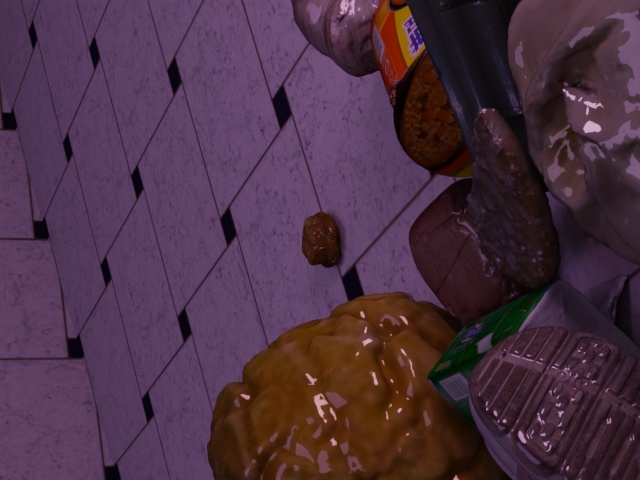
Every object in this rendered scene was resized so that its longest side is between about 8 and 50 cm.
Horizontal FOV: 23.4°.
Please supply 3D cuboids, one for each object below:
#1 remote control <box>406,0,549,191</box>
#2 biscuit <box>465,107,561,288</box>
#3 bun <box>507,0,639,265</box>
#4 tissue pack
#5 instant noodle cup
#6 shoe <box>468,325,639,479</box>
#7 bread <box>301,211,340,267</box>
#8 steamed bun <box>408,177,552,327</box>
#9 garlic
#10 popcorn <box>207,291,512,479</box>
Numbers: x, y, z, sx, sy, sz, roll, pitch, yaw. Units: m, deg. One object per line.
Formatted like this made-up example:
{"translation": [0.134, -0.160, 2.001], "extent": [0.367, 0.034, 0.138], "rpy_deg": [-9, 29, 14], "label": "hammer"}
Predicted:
{"translation": [0.184, -0.171, 1.569], "extent": [0.065, 0.128, 0.335], "rpy_deg": [-83, -26, -44], "label": "remote control"}
{"translation": [0.201, -0.023, 1.580], "extent": [0.141, 0.038, 0.290], "rpy_deg": [56, 170, 21], "label": "biscuit"}
{"translation": [0.302, -0.144, 1.379], "extent": [0.365, 0.219, 0.365], "rpy_deg": [31, 125, 57], "label": "bun"}
{"translation": [0.249, 0.126, 1.679], "extent": [0.148, 0.156, 0.209], "rpy_deg": [45, 150, -4], "label": "tissue pack"}
{"translation": [0.154, -0.202, 1.715], "extent": [0.174, 0.213, 0.213], "rpy_deg": [-115, 29, -48], "label": "instant noodle cup"}
{"translation": [0.279, 0.248, 1.490], "extent": [0.351, 0.172, 0.198], "rpy_deg": [38, 143, 18], "label": "shoe"}
{"translation": [0.000, 0.000, 2.268], "extent": [0.081, 0.046, 0.083], "rpy_deg": [163, 97, -70], "label": "bread"}
{"translation": [0.194, 0.014, 1.799], "extent": [0.175, 0.106, 0.145], "rpy_deg": [59, 144, 15], "label": "steamed bun"}
{"translation": [0.082, -0.265, 1.888], "extent": [0.218, 0.219, 0.212], "rpy_deg": [53, 171, 47], "label": "garlic"}
{"translation": [0.046, 0.262, 1.891], "extent": [0.344, 0.354, 0.390], "rpy_deg": [-117, 33, -52], "label": "popcorn"}
